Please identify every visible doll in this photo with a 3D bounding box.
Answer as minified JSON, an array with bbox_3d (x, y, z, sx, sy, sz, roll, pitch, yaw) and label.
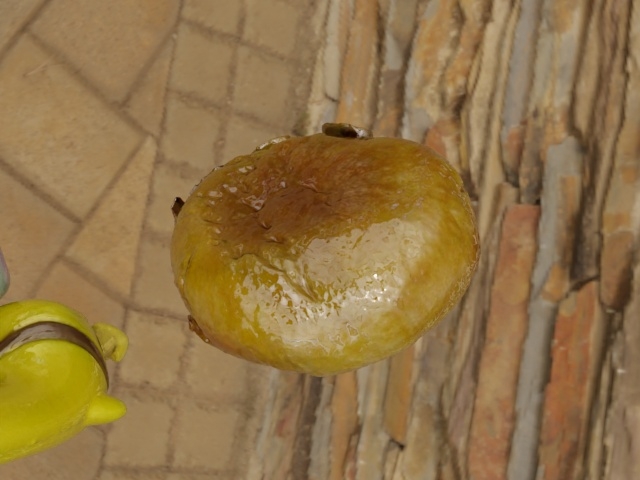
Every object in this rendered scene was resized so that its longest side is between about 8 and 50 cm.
[{"bbox_3d":[-0.299,0.146,0.877,0.199,0.363,0.145,19,106,5],"label":"doll"}]

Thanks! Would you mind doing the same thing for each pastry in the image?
[{"bbox_3d":[0.000,0.000,0.979,0.356,0.356,0.164,-36,133,-31],"label":"pastry"}]

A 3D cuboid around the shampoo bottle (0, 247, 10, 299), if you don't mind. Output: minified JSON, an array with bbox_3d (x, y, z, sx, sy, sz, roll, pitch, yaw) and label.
[{"bbox_3d":[-0.529,0.036,0.938,0.349,0.151,0.222,-22,106,-22],"label":"shampoo bottle"}]
